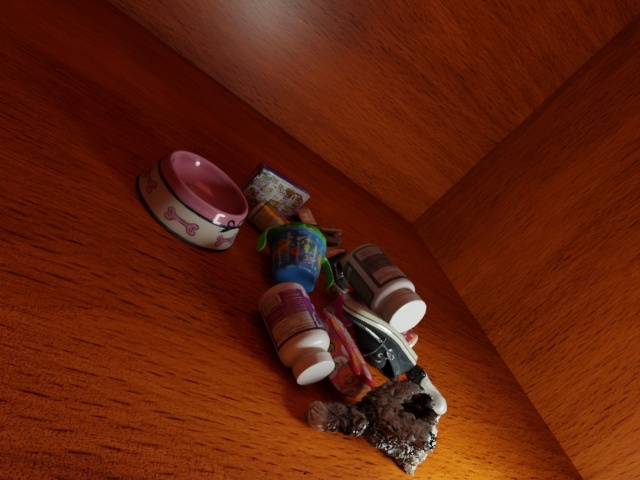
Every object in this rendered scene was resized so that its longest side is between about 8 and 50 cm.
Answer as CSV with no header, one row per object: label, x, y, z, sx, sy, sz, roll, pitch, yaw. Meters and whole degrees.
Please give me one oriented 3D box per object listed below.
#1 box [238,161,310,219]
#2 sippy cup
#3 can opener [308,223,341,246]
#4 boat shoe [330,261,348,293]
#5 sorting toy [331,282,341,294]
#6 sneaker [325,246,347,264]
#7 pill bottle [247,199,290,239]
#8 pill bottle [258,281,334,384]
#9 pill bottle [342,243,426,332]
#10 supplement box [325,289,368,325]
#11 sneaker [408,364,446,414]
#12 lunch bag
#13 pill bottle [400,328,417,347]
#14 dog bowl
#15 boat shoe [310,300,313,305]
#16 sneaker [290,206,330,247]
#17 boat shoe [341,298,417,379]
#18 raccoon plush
box,-0.219,-0.211,2.158,0.293,0.201,0.057,29,26,-40
sippy cup,-0.093,0.085,1.819,0.305,0.240,0.224,3,40,-2
can opener,-0.030,-0.034,2.220,0.280,0.074,0.093,8,68,-16
boat shoe,0.093,0.163,2.240,0.075,0.065,0.206,28,25,-40
sorting toy,0.063,0.222,2.138,0.062,0.012,0.083,57,18,17
sneaker,0.003,0.043,2.192,0.270,0.090,0.145,-13,57,-47
pill bottle,-0.203,-0.067,2.027,0.208,0.117,0.117,44,19,-2
pill bottle,-0.073,0.292,1.486,0.169,0.169,0.301,22,30,-48
pill bottle,0.256,0.193,1.929,0.204,0.204,0.361,26,20,-44
supplement box,0.120,0.288,1.973,0.114,0.111,0.220,51,21,17
sneaker,0.451,0.638,2.008,0.237,0.085,0.086,57,-4,40
lunch bag,0.069,0.394,1.620,0.293,0.120,0.258,59,5,36
pill bottle,0.329,0.402,2.150,0.221,0.121,0.121,45,19,0
dog bowl,-0.436,-0.157,1.690,0.408,0.150,0.408,38,21,-18
boat shoe,-0.053,0.253,1.693,0.060,0.064,0.178,65,-11,-4
sneaker,-0.057,-0.020,2.308,0.123,0.106,0.290,-23,74,-33
boat shoe,0.209,0.383,1.748,0.187,0.156,0.500,32,-14,46
raccoon plush,0.165,0.586,1.478,0.446,0.299,0.216,11,41,-2
